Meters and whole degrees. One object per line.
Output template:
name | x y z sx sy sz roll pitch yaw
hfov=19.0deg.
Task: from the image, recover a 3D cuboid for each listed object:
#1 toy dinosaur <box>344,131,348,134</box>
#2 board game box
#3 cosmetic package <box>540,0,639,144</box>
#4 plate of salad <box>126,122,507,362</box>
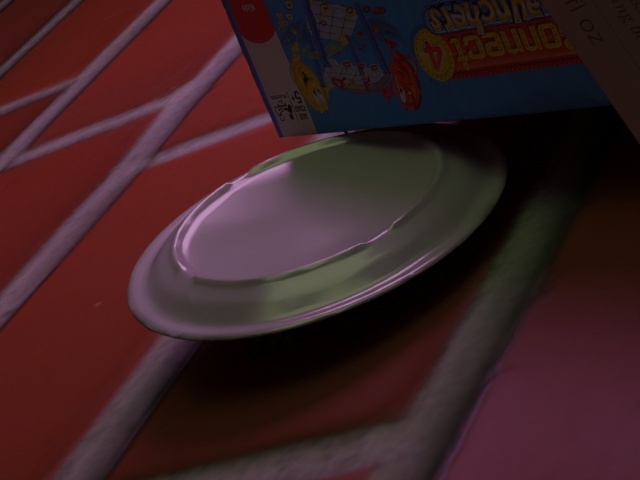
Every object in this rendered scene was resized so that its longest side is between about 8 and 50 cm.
toy dinosaur | 0.016 -0.093 1.130 0.082 0.090 0.047 -6 -18 -41
board game box | 0.156 -0.160 0.982 0.302 0.086 0.308 -31 17 -31
cosmetic package | 0.202 -0.112 0.619 0.225 0.224 0.138 -26 19 39
plate of salad | 0.000 0.000 0.949 0.200 0.048 0.200 -17 26 9
